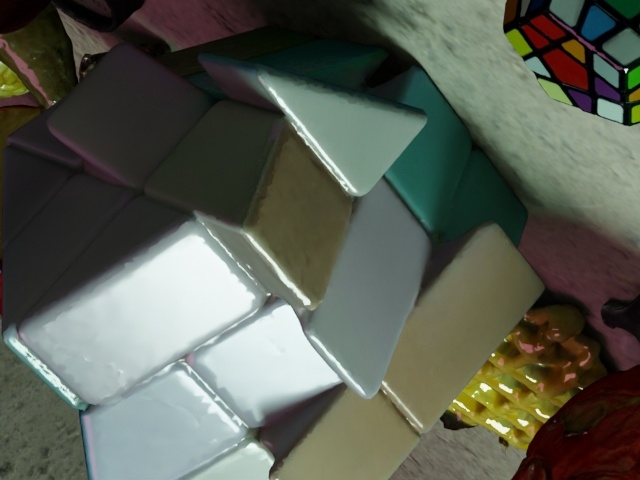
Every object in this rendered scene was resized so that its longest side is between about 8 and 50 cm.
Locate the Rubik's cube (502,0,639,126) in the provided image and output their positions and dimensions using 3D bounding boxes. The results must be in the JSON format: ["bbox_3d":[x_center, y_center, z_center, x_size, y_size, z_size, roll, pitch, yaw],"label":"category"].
[{"bbox_3d":[0.156,-0.123,0.852,0.133,0.133,0.111,27,134,41],"label":"Rubik's cube"}]

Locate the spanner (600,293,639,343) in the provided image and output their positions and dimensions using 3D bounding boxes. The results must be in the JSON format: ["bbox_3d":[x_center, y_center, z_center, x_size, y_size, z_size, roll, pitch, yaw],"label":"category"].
[{"bbox_3d":[0.255,0.039,1.269,0.054,0.015,0.254,36,165,6],"label":"spanner"}]

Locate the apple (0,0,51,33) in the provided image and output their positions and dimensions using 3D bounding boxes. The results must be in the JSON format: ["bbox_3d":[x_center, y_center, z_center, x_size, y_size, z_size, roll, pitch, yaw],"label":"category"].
[{"bbox_3d":[-0.358,-0.278,1.256,0.365,0.295,0.329,60,-168,2],"label":"apple"}]

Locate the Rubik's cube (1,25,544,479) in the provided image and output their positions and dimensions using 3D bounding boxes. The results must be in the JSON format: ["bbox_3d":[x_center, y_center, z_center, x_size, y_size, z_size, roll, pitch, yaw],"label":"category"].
[{"bbox_3d":[-0.054,0.005,1.288,0.358,0.368,0.387,51,-164,-34],"label":"Rubik's cube"}]

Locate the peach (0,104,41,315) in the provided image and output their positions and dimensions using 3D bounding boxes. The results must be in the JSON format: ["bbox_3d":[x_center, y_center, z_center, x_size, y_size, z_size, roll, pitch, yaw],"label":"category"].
[{"bbox_3d":[-0.341,-0.020,2.065,0.362,0.257,0.201,25,153,36],"label":"peach"}]

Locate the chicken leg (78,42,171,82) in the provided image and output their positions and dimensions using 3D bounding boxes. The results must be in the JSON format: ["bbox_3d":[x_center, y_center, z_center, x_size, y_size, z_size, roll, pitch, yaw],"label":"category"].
[{"bbox_3d":[-0.146,-0.134,1.649,0.196,0.080,0.125,23,169,29],"label":"chicken leg"}]

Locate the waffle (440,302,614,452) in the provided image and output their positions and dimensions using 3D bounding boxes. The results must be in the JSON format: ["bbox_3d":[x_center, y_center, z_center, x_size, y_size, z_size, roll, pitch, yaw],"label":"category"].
[{"bbox_3d":[0.125,0.100,1.563,0.312,0.060,0.307,20,153,20],"label":"waffle"}]

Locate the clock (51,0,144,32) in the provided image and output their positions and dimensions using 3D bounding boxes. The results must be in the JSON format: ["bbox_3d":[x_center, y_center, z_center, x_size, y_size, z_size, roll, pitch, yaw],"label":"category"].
[{"bbox_3d":[-0.242,-0.263,1.553,0.184,0.040,0.184,36,165,12],"label":"clock"}]

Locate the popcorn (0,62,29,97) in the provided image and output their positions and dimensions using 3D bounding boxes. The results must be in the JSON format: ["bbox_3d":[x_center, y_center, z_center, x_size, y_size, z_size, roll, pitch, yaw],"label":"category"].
[{"bbox_3d":[-0.353,-0.212,1.872,0.116,0.121,0.106,-48,52,51],"label":"popcorn"}]

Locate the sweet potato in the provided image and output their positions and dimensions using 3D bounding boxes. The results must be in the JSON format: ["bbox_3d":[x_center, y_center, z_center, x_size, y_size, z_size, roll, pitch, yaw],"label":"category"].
[{"bbox_3d":[-0.371,-0.277,1.646,0.423,0.130,0.130,44,165,-16],"label":"sweet potato"}]

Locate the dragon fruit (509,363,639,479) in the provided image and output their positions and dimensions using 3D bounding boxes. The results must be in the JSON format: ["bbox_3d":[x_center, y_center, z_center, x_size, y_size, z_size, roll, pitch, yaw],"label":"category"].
[{"bbox_3d":[0.272,0.227,1.279,0.277,0.277,0.342,32,-159,27],"label":"dragon fruit"}]
